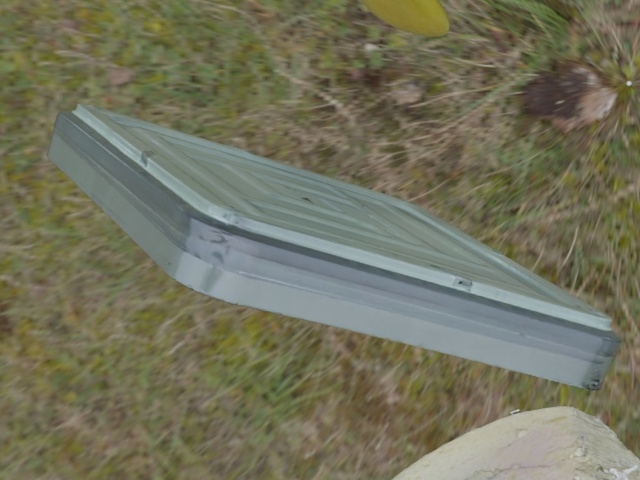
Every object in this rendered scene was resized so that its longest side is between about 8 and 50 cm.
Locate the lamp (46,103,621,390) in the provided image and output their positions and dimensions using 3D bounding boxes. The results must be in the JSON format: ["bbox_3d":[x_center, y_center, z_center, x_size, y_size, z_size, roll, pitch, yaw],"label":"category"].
[{"bbox_3d":[0.000,0.000,1.025,0.269,0.266,0.047,16,99,-29],"label":"lamp"}]

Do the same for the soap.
[{"bbox_3d":[0.061,-0.223,1.586,0.089,0.168,0.033,16,76,27],"label":"soap"}]

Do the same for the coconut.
[{"bbox_3d":[0.175,0.302,1.450,0.297,0.297,0.254,-26,106,11],"label":"coconut"}]
